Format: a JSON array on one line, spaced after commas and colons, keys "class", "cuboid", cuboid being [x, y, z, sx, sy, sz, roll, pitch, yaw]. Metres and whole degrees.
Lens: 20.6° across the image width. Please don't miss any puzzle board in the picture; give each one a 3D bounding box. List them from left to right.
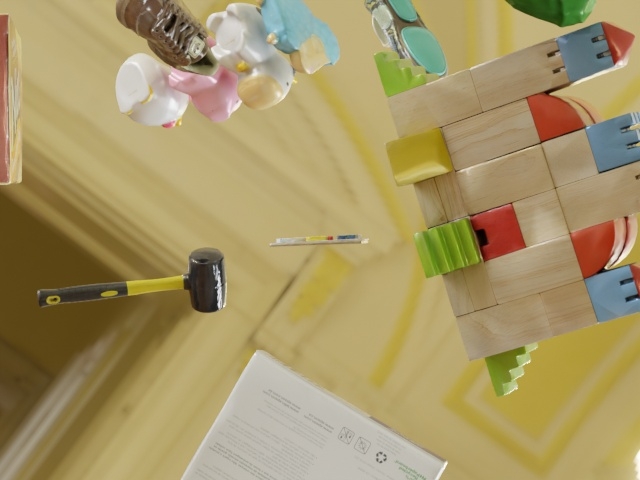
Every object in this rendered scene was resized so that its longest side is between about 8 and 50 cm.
[{"class": "puzzle board", "cuboid": [0.000, 0.000, 1.891, 0.096, 0.011, 0.128, -2, 0, 5]}]

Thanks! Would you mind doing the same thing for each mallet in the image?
[{"class": "mallet", "cuboid": [-0.185, 0.056, 1.764, 0.039, 0.190, 0.062, -111, -170, -60]}]

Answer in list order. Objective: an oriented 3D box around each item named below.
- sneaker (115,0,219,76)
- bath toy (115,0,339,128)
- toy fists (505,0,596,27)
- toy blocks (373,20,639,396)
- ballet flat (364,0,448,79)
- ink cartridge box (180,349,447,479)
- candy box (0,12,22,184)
[{"class": "sneaker", "cuboid": [-0.141, -0.211, 1.717, 0.071, 0.066, 0.188, 33, -2, 13]}, {"class": "bath toy", "cuboid": [-0.141, -0.240, 2.521, 0.348, 0.151, 0.129, -18, -13, 39]}, {"class": "toy fists", "cuboid": [0.162, -0.321, 1.710, 0.279, 0.096, 0.142, 33, -14, 20]}, {"class": "toy blocks", "cuboid": [0.241, -0.052, 1.811, 0.191, 0.261, 0.381, -12, 85, -67]}, {"class": "ballet flat", "cuboid": [0.106, -0.256, 2.238, 0.070, 0.070, 0.188, 61, 6, -57]}, {"class": "ink cartridge box", "cuboid": [-0.023, 0.257, 1.731, 0.223, 0.224, 0.045, 31, 2, 12]}, {"class": "candy box", "cuboid": [-0.386, -0.155, 2.001, 0.088, 0.183, 0.316, -1, 2, -7]}]
